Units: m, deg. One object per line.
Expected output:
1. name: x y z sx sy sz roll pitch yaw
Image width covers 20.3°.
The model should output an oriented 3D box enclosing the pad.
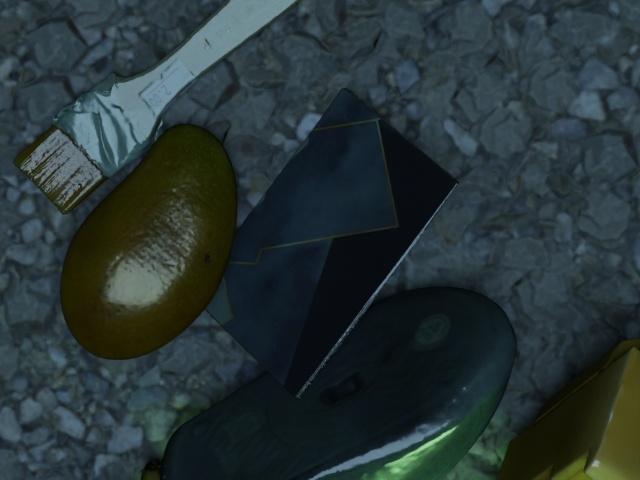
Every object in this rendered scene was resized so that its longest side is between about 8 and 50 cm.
1. pad: 0.000 0.000 1.600 0.164 0.004 0.243 42 100 33

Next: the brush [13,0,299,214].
1. brush: -0.131 -0.153 1.617 0.336 0.020 0.085 -40 97 7

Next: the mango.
1. mango: -0.149 0.004 1.610 0.136 0.099 0.227 28 90 -1

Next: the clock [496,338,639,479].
1. clock: 0.330 0.251 1.571 0.317 0.244 0.200 37 54 -4

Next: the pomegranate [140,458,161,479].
1. pomegranate: -0.178 0.290 1.643 0.143 0.122 0.169 23 104 26

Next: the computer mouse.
1. computer mouse: 0.015 0.181 1.594 0.371 0.188 0.122 -28 124 -2
